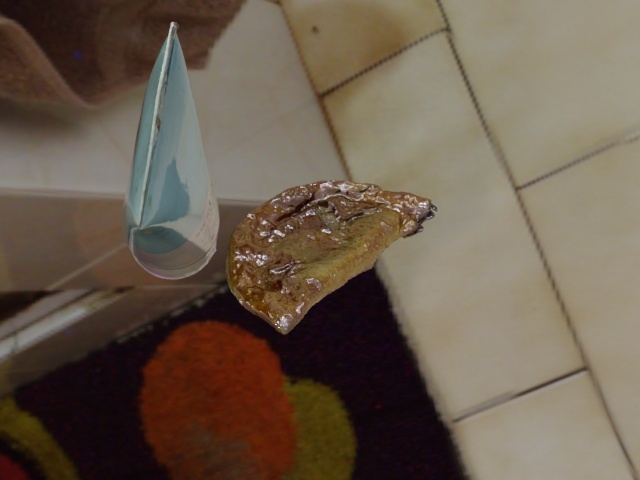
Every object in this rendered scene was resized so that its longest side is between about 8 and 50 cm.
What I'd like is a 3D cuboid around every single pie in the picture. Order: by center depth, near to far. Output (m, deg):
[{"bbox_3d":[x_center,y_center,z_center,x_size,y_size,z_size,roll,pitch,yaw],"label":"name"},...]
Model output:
[{"bbox_3d":[-0.003,-0.001,0.839,0.088,0.191,0.033,37,132,17],"label":"pie"}]

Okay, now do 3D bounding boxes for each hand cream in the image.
[{"bbox_3d":[-0.102,-0.030,0.784,0.070,0.312,0.111,10,77,-1],"label":"hand cream"}]
